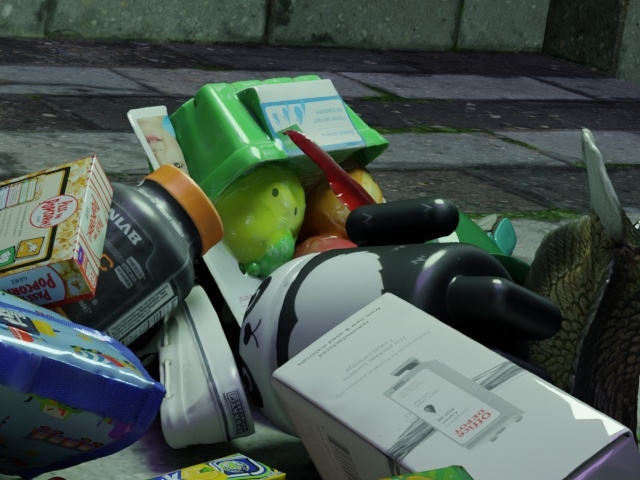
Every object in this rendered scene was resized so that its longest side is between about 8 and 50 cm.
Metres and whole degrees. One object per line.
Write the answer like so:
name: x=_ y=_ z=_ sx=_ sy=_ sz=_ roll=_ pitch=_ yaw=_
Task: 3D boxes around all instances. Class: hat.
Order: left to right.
hat: x=0.104 y=-0.022 z=1.694 sx=0.173 sy=0.183 sz=0.208 roll=-26 pitch=-34 yaw=29

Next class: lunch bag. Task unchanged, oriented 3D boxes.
lunch bag: x=-0.254 y=0.092 z=1.295 sx=0.221 sy=0.138 sz=0.293 roll=22 pitch=-9 yaw=-22

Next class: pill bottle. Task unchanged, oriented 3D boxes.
pill bottle: x=-0.202 y=0.036 z=1.593 sx=0.246 sy=0.130 sz=0.130 roll=-40 pitch=37 yaw=-21

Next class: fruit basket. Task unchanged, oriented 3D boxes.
fruit basket: x=0.000 y=0.000 z=1.786 sx=0.327 sy=0.165 sz=0.353 roll=-11 pitch=61 yaw=-52

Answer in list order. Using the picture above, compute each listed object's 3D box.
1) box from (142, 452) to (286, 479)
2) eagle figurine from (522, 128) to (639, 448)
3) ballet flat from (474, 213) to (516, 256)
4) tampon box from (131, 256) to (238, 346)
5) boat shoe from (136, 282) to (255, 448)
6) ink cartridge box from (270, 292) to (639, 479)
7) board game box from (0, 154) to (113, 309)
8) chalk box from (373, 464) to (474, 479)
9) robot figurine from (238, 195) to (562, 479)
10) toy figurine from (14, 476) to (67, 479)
box: x=-0.103 y=0.208 z=1.345 sx=0.054 sy=0.059 sz=0.169 roll=17 pitch=17 yaw=38
eagle figurine: x=0.257 y=0.072 z=1.529 sx=0.225 sy=0.298 sz=0.226 roll=44 pitch=13 yaw=29
ballet flat: x=0.197 y=0.019 z=2.232 sx=0.068 sy=0.072 sz=0.213 roll=-17 pitch=8 yaw=16
tampon box: x=-0.164 y=0.030 z=1.863 sx=0.101 sy=0.120 sz=0.161 roll=17 pitch=17 yaw=35
boat shoe: x=-0.124 y=0.117 z=1.627 sx=0.088 sy=0.096 sz=0.267 roll=-17 pitch=25 yaw=-7
ink cartridge box: x=0.113 y=0.183 z=1.227 sx=0.117 sy=0.207 sz=0.283 roll=-35 pitch=32 yaw=-17
board game box: x=-0.277 y=0.009 z=1.517 sx=0.193 sy=0.045 sz=0.146 roll=-14 pitch=36 yaw=13
chalk box: x=0.037 y=0.248 z=0.959 sx=0.289 sy=0.179 sz=0.180 roll=-5 pitch=38 yaw=-39
robot figurine: x=0.059 y=0.088 z=1.508 sx=0.278 sy=0.173 sz=0.209 roll=-4 pitch=32 yaw=41
toy figurine: x=-0.256 y=0.131 z=1.144 sx=0.191 sy=0.217 sz=0.362 roll=-31 pitch=27 yaw=-32
